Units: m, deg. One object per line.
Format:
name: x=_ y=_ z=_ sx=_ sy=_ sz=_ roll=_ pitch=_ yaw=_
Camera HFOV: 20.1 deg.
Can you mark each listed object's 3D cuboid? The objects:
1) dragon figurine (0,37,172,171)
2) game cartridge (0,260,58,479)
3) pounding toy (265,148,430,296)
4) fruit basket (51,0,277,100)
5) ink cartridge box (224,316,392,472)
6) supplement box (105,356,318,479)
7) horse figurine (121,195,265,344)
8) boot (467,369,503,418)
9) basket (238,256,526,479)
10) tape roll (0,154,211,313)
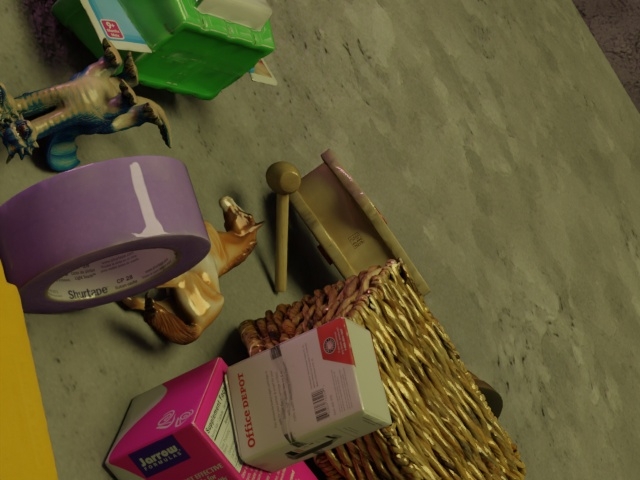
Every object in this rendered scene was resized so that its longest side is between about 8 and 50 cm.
dragon figurine: x=-0.243 y=-0.125 z=1.801 sx=0.085 sy=0.144 sz=0.289 roll=65 pitch=7 yaw=7
game cartridge: x=-0.328 y=0.150 z=1.407 sx=0.323 sy=0.052 sz=0.285 roll=4 pitch=71 yaw=-63
pounding toy: x=0.000 y=0.000 z=2.150 sx=0.269 sy=0.155 sz=0.154 roll=55 pitch=-1 yaw=-27
fruit basket: x=-0.198 y=-0.338 z=1.996 sx=0.327 sy=0.165 sz=0.353 roll=9 pitch=56 yaw=-59
ink cartridge box: x=-0.012 y=0.144 z=1.672 sx=0.056 sy=0.135 sz=0.099 roll=30 pitch=41 yaw=-53
supplement box: x=-0.088 y=0.239 z=1.728 sx=0.220 sy=0.111 sz=0.114 roll=53 pitch=27 yaw=-19
horse figurine: x=-0.148 y=0.024 z=1.868 sx=0.174 sy=0.066 sz=0.263 roll=42 pitch=31 yaw=-26
boot: x=0.086 y=0.158 z=2.175 sx=0.305 sy=0.112 sz=0.115 roll=26 pitch=14 yaw=-44
basket: x=0.036 y=0.210 z=1.875 sx=0.299 sy=0.223 sz=0.213 roll=59 pitch=31 yaw=-13
tape roll: x=-0.201 y=-0.004 z=1.653 sx=0.189 sy=0.189 sz=0.080 roll=6 pitch=61 yaw=-60
